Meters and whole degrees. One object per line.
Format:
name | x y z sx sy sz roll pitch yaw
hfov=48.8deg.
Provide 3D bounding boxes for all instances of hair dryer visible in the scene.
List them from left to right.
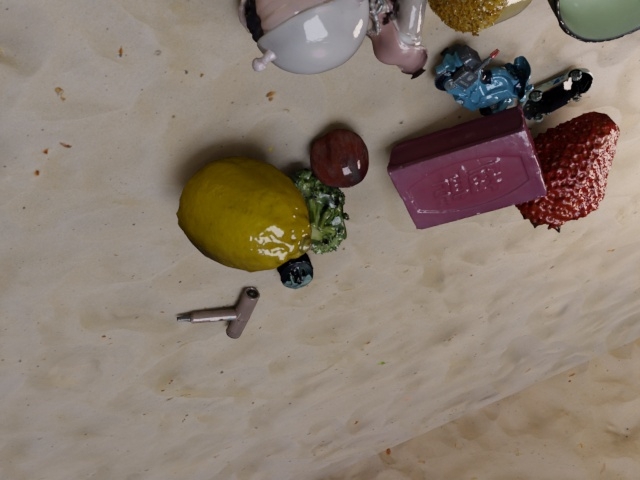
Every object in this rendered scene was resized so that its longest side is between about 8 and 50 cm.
hair dryer | -0.315 0.211 2.134 0.221 0.053 0.195 9 131 -24

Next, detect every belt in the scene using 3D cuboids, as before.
belt | -0.074 0.089 2.088 0.105 0.058 0.140 -16 141 -3

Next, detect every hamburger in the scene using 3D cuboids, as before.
hamburger | 0.297 -0.551 1.364 0.179 0.276 0.294 -13 127 -23

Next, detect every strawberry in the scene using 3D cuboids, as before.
strawberry | 0.691 -0.205 1.971 0.312 0.267 0.351 -6 134 -53

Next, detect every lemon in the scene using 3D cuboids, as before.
lemon | -0.175 -0.064 1.672 0.317 0.285 0.285 -6 142 10

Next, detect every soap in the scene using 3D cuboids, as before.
soap | 0.376 -0.184 1.829 0.360 0.128 0.233 -16 129 22

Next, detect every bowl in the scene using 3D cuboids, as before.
bowl | 0.616 -0.620 1.496 0.354 0.185 0.353 -13 140 -11

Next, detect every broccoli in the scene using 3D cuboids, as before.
broccoli | -0.025 -0.072 1.837 0.198 0.176 0.226 -11 154 -10

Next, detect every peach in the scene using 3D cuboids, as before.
peach | 0.051 -0.193 1.756 0.152 0.152 0.152 -13 140 -11

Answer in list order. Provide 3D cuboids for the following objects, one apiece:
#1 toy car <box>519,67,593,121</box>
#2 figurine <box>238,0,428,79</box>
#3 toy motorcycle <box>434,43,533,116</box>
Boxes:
toy car | 0.623 -0.389 1.867 0.205 0.056 0.095 -28 141 2
figurine | 0.036 -0.435 1.387 0.362 0.210 0.253 -1 162 -21
toy motorcycle | 0.405 -0.393 1.715 0.272 0.123 0.182 17 138 -39
